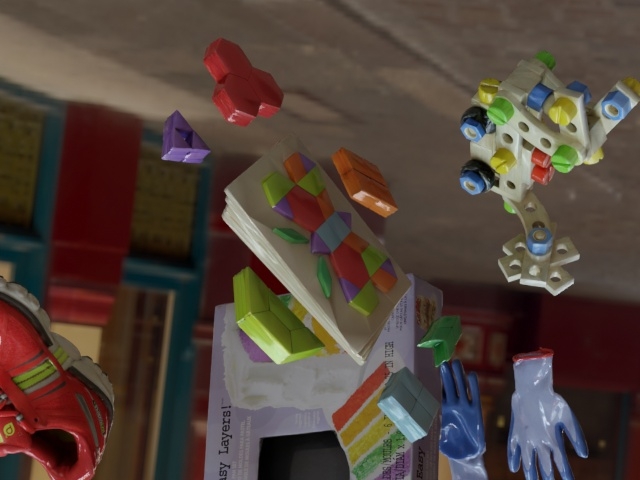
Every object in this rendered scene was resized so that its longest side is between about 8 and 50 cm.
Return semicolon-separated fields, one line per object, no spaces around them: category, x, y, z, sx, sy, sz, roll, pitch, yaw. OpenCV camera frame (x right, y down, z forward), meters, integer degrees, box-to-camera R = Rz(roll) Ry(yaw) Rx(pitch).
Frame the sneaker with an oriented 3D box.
sneaker;-0.267;0.122;1.244;0.107;0.118;0.279;-19;138;26

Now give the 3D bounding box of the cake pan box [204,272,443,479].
cake pan box;0.000;0.180;1.483;0.246;0.267;0.070;-10;156;31

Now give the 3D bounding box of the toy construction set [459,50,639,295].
toy construction set;0.279;-0.097;1.866;0.215;0.327;0.151;27;-136;24

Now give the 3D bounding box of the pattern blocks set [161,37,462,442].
pattern blocks set;0.000;0.000;1.204;0.325;0.285;0.026;43;125;-18

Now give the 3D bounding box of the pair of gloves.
pair of gloves;0.192;0.199;1.594;0.198;0.159;0.023;-9;-177;33
